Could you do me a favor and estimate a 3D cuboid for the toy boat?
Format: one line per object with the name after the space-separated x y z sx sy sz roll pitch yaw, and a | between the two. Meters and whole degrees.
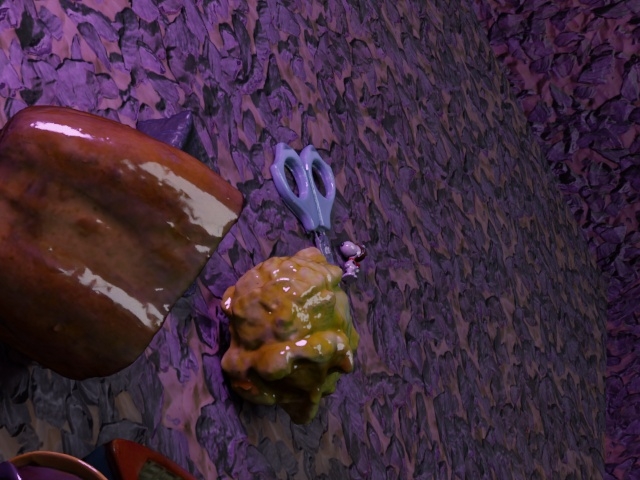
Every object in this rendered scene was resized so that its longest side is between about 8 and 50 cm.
-0.170 0.362 1.462 0.392 0.079 0.136 53 33 -36 | toy boat

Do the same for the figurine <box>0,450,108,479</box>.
-0.301 0.309 1.140 0.257 0.167 0.192 -9 94 -43 | figurine

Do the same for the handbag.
-0.203 -0.063 1.695 0.270 0.089 0.175 -83 153 -43 | handbag

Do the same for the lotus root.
-0.286 -0.010 1.322 0.250 0.316 0.316 34 41 -26 | lotus root

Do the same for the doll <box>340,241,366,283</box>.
0.061 0.039 2.197 0.058 0.040 0.085 19 51 -44 | doll

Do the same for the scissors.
-0.001 0.000 2.111 0.191 0.029 0.360 -5 80 -60 | scissors

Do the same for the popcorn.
-0.039 0.130 1.759 0.256 0.195 0.254 71 23 -50 | popcorn
